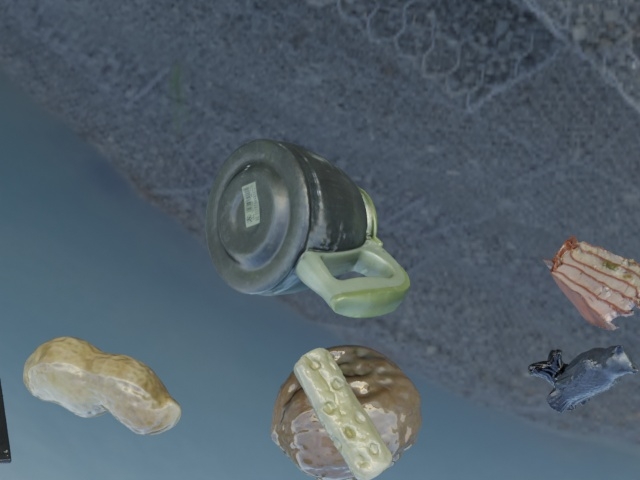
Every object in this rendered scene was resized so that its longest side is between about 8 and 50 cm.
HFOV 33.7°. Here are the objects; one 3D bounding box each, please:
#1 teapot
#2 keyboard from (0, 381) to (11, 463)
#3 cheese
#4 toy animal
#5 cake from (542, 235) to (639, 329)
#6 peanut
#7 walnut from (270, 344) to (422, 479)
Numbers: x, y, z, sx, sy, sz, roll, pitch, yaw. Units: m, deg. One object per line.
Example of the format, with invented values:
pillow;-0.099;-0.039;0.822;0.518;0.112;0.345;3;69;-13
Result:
teapot;0.001;-0.023;1.645;0.239;0.239;0.322;5;-176;-43
keyboard;-0.411;0.218;1.293;0.053;0.155;0.010;-1;125;-22
cheese;0.029;0.240;1.463;0.194;0.065;0.043;60;148;11
toy animal;0.459;0.238;1.862;0.121;0.117;0.210;51;153;4
cake;0.452;0.082;1.665;0.098;0.287;0.135;-36;105;0
peanut;-0.284;0.190;1.381;0.228;0.085;0.104;14;123;18
walnut;0.041;0.307;1.862;0.273;0.273;0.227;5;123;9
